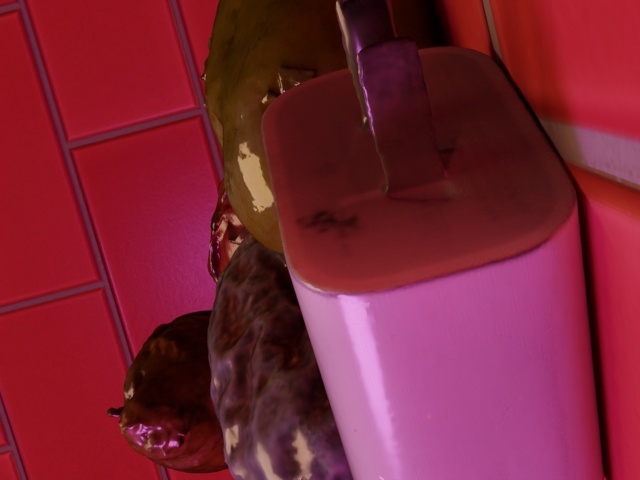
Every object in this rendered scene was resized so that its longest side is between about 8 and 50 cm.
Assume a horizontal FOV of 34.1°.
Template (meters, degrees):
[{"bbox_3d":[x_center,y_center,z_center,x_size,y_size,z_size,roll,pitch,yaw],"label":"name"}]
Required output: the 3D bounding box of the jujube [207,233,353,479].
[{"bbox_3d":[0.035,0.107,0.752,0.317,0.226,0.226,-114,6,-54],"label":"jujube"}]

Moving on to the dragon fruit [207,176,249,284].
[{"bbox_3d":[0.000,0.000,1.012,0.244,0.244,0.299,73,-166,-59],"label":"dragon fruit"}]

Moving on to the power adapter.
[{"bbox_3d":[0.050,0.007,0.495,0.187,0.124,0.255,-105,0,-55],"label":"power adapter"}]

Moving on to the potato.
[{"bbox_3d":[0.002,-0.107,0.716,0.186,0.148,0.253,-28,51,59],"label":"potato"}]

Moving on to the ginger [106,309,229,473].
[{"bbox_3d":[-0.056,0.187,1.043,0.357,0.152,0.274,27,-170,-38],"label":"ginger"}]
